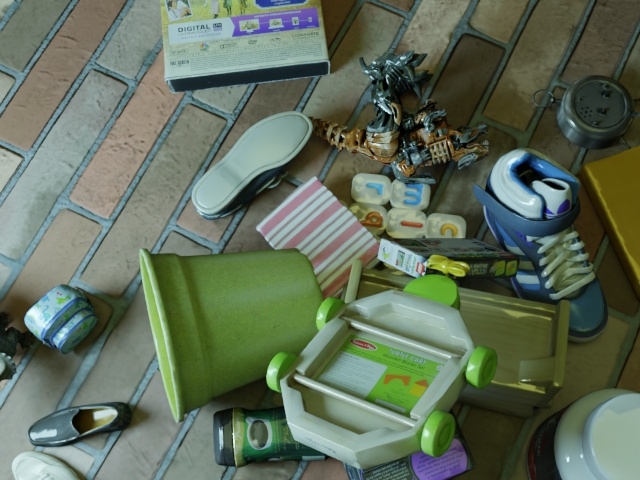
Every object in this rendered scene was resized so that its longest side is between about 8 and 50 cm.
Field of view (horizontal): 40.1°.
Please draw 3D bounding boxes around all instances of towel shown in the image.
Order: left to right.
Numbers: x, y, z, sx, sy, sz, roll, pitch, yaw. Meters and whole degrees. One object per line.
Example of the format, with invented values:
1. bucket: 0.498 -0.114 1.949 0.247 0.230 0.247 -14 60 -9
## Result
1. towel: 0.000 0.000 1.519 0.144 0.029 0.197 -41 74 -6

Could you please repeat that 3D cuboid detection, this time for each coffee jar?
1. coffee jar: -0.080 0.311 1.408 0.185 0.079 0.096 -4 74 -1

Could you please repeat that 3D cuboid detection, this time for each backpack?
1. backpack: -0.426 0.129 1.457 0.084 0.114 0.105 40 76 13

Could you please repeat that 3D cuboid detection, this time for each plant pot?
1. plant pot: -0.134 0.122 1.396 0.254 0.276 0.276 -12 72 -15

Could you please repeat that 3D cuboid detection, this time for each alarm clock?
1. alarm clock: 0.479 -0.239 1.587 0.192 0.064 0.129 15 73 9

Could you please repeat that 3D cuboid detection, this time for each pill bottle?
1. pill bottle: 0.414 0.311 1.271 0.177 0.318 0.176 0 71 1

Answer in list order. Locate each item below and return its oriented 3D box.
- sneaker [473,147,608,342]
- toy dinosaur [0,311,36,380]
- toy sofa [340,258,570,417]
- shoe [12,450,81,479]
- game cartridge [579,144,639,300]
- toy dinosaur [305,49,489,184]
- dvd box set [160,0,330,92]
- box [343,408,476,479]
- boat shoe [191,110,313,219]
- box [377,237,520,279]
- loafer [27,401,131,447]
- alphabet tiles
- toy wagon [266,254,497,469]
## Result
1. sneaker: 0.374 0.002 1.415 0.130 0.236 0.322 -26 73 -7
2. toy dinosaur: -0.563 0.136 1.434 0.121 0.160 0.313 -29 75 -8
3. toy sofa: 0.203 0.160 1.410 0.363 0.177 0.150 11 63 4
4. shoe: -0.407 0.409 1.394 0.219 0.058 0.076 36 76 12
5. game cartridge: 0.658 -0.053 1.530 0.324 0.052 0.285 -19 73 -2
6. toy dinosaur: 0.132 -0.209 1.544 0.322 0.164 0.218 5 87 -10
7. dvd box set: -0.157 -0.497 1.684 0.308 0.062 0.420 -8 72 -1
8. box: 0.114 0.307 1.303 0.165 0.270 0.143 -19 72 -5
9. boat shoe: -0.116 -0.128 1.553 0.095 0.079 0.254 42 80 12
10. box: 0.207 0.028 1.407 0.207 0.114 0.036 0 107 -36
11. loafer: -0.398 0.295 1.430 0.170 0.061 0.062 -16 73 -3
12. alphabet tiles: 0.108 0.022 1.529 0.278 0.021 0.284 7 72 6
13. toy wagon: 0.104 0.154 1.201 0.267 0.068 0.344 16 48 34
